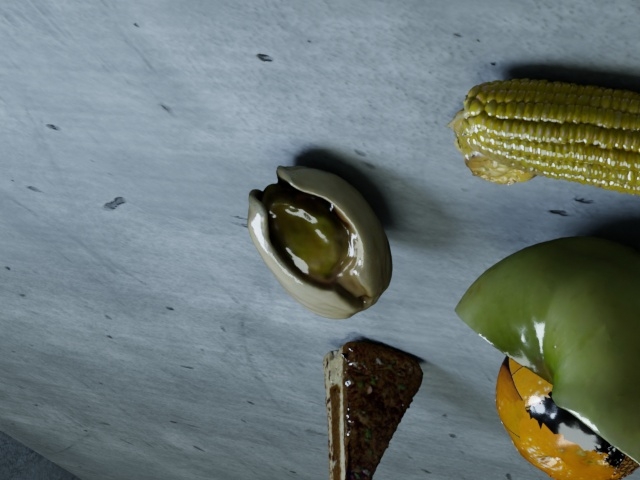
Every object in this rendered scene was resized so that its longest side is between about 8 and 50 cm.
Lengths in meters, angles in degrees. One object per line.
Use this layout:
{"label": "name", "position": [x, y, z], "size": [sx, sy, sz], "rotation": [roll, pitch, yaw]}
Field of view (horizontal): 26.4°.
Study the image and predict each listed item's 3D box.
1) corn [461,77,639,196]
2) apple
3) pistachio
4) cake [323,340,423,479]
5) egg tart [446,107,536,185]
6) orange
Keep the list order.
{"label": "corn", "position": [0.263, -0.084, 1.201], "size": [0.291, 0.101, 0.101], "rotation": [14, 159, 18]}
{"label": "apple", "position": [0.331, 0.161, 1.456], "size": [0.311, 0.320, 0.360], "rotation": [-20, 146, 37]}
{"label": "pistachio", "position": [0.000, 0.000, 1.557], "size": [0.153, 0.138, 0.238], "rotation": [45, 177, 37]}
{"label": "cake", "position": [0.082, 0.280, 2.049], "size": [0.135, 0.246, 0.112], "rotation": [4, 162, -18]}
{"label": "egg tart", "position": [0.182, -0.086, 1.321], "size": [0.128, 0.049, 0.129], "rotation": [14, 160, 5]}
{"label": "orange", "position": [0.336, 0.215, 1.776], "size": [0.234, 0.182, 0.234], "rotation": [28, 162, 10]}
